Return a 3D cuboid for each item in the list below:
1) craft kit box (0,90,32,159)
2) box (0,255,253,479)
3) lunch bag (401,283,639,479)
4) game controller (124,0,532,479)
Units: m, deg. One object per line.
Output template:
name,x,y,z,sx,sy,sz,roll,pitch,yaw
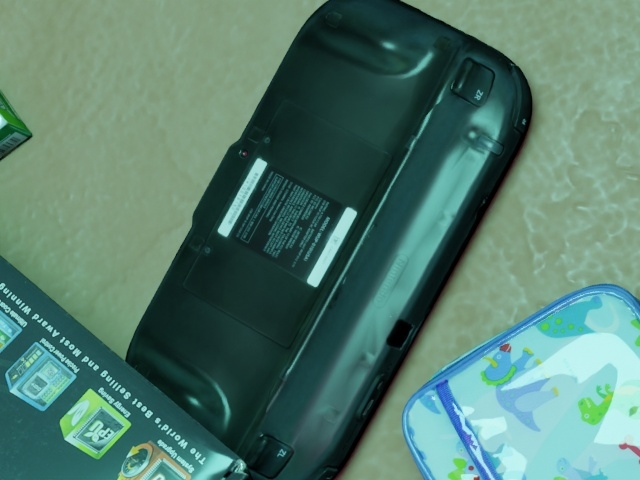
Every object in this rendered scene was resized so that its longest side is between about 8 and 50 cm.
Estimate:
craft kit box,-0.364,-0.097,1.268,0.250,0.061,0.246,-38,76,6
box,-0.285,0.136,1.105,0.395,0.097,0.318,40,77,15
lunch bag,0.161,0.151,1.118,0.176,0.090,0.219,-29,79,11
game controller,0.000,0.000,1.187,0.166,0.067,0.319,30,91,27
